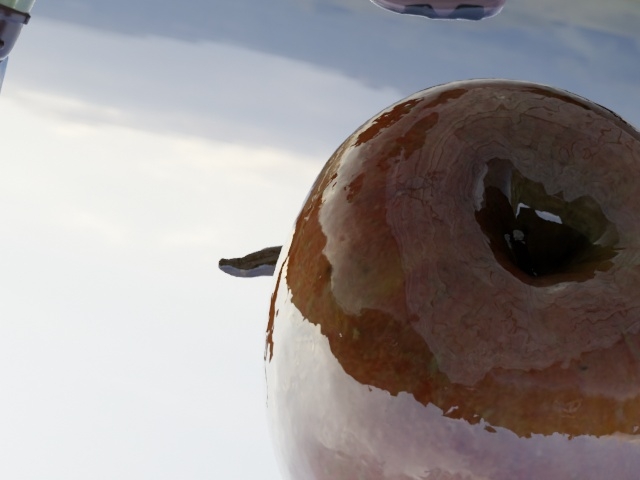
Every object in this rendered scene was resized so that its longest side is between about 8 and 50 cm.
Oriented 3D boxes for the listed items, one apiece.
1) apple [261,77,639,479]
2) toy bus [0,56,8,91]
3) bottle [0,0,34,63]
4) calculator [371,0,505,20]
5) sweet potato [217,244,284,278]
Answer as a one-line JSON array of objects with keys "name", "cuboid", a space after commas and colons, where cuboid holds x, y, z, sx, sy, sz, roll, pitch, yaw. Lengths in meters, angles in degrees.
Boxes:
[{"name": "apple", "cuboid": [0.082, 0.054, 0.894, 0.253, 0.253, 0.253, 12, -169, -2]}, {"name": "toy bus", "cuboid": [-0.386, -0.054, 1.676, 0.136, 0.329, 0.109, 15, -176, 10]}, {"name": "bottle", "cuboid": [-0.194, -0.158, 1.124, 0.047, 0.101, 0.063, 29, -171, 38]}, {"name": "calculator", "cuboid": [0.118, -0.245, 1.712, 0.166, 0.024, 0.103, -1, -129, -7]}, {"name": "sweet potato", "cuboid": [0.000, 0.001, 1.807, 0.214, 0.050, 0.050, -25, -154, -19]}]
